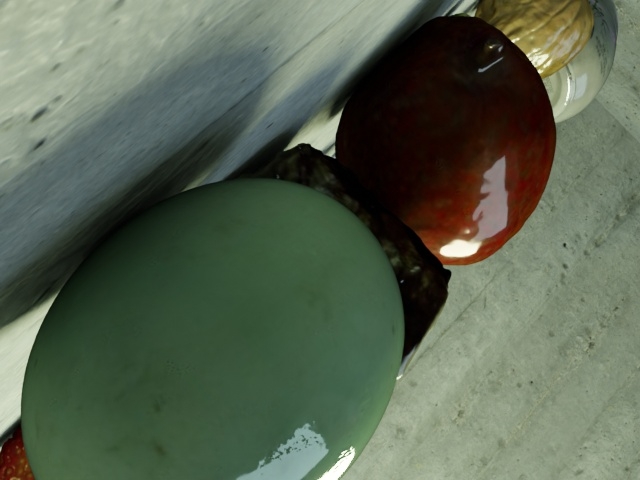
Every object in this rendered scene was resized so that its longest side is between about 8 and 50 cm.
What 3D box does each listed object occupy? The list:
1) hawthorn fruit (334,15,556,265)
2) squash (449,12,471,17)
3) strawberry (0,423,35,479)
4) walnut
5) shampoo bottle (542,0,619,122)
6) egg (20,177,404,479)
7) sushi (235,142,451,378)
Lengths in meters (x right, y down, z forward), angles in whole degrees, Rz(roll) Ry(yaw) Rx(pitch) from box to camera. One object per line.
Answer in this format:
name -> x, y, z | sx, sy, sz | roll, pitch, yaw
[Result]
hawthorn fruit -> 0.161, -0.134, 1.341 | 0.308, 0.325, 0.308 | -5, -155, 3
squash -> 0.164, -0.267, 1.569 | 0.229, 0.066, 0.066 | -45, 179, 41
strawberry -> -0.400, 0.295, 1.441 | 0.228, 0.098, 0.174 | -32, -166, -2
walnut -> 0.365, -0.375, 1.753 | 0.213, 0.213, 0.213 | -44, 179, -1
shampoo bottle -> 0.449, -0.385, 2.017 | 0.266, 0.273, 0.273 | -51, -177, -37
egg -> -0.078, 0.094, 0.843 | 0.276, 0.276, 0.389 | -45, 179, 37
sushi -> -0.021, 0.062, 1.207 | 0.281, 0.294, 0.299 | -50, 177, 41
